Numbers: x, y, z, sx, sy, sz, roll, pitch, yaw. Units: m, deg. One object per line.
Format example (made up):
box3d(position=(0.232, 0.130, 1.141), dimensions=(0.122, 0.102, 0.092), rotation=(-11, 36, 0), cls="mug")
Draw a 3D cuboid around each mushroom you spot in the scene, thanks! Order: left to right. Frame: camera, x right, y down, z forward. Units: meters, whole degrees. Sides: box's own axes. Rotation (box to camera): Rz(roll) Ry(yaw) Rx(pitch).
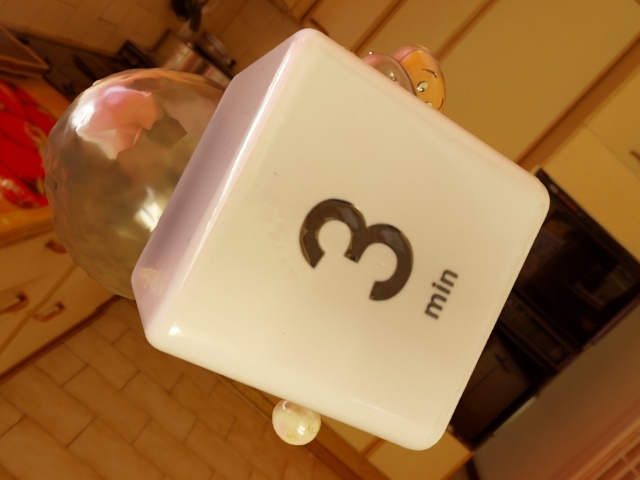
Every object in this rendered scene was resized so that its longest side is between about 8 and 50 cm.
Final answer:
box3d(position=(-0.040, 0.299, 0.993), dimensions=(0.083, 0.083, 0.067), rotation=(42, 23, -4), cls="mushroom")

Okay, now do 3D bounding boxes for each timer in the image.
box3d(position=(0.000, 0.000, 0.418), dimensions=(0.195, 0.192, 0.194), rotation=(27, -4, -20), cls="timer")

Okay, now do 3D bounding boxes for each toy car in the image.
box3d(position=(0.098, -0.305, 1.256), dimensions=(0.341, 0.240, 0.271), rotation=(36, -28, 55), cls="toy car")

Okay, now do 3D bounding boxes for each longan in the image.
box3d(position=(-0.252, -0.087, 0.979), dimensions=(0.391, 0.391, 0.391), rotation=(41, 11, -10), cls="longan")
